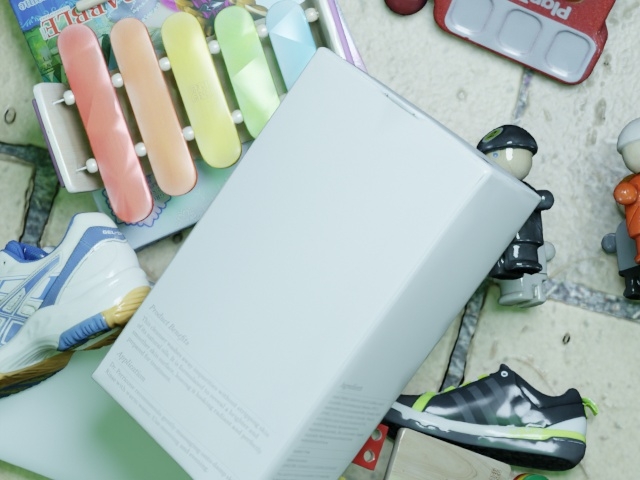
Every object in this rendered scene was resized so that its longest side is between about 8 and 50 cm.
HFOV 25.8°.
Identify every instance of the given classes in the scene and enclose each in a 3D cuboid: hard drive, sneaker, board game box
[{"bbox_3d":[-0.161,0.174,1.475,0.353,0.047,0.233,20,95,2],"label":"hard drive"},{"bbox_3d":[-0.300,0.072,1.398,0.296,0.112,0.131,-26,78,19],"label":"sneaker"},{"bbox_3d":[-0.126,-0.189,1.464,0.319,0.066,0.318,-24,89,4],"label":"board game box"},{"bbox_3d":[0.169,0.176,1.458,0.235,0.084,0.097,10,67,2],"label":"sneaker"}]

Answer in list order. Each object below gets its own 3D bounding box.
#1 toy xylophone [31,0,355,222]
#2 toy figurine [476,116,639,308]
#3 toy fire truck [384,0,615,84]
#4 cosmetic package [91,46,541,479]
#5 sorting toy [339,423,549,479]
[{"bbox_3d":[-0.133,-0.172,1.390,0.323,0.081,0.236,-27,89,4],"label":"toy xylophone"},{"bbox_3d":[0.255,-0.027,1.375,0.213,0.209,0.148,-6,74,10],"label":"toy figurine"},{"bbox_3d":[0.169,-0.302,1.380,0.302,0.169,0.254,22,132,2],"label":"toy fire truck"},{"bbox_3d":[-0.005,0.044,1.282,0.217,0.156,0.385,42,99,27],"label":"cosmetic package"},{"bbox_3d":[0.103,0.267,1.410,0.275,0.046,0.132,22,78,-22],"label":"sorting toy"}]
